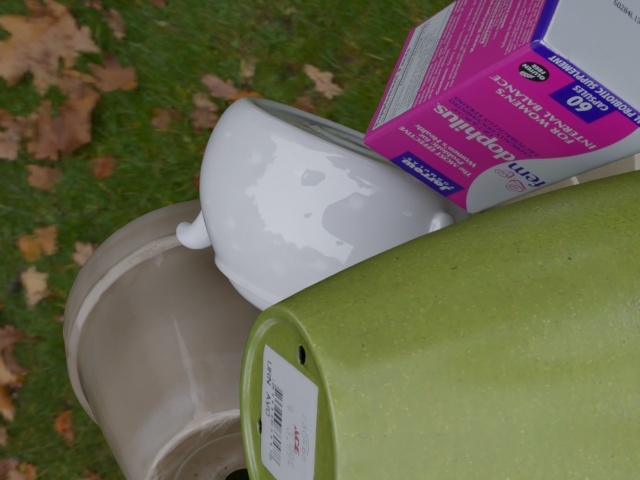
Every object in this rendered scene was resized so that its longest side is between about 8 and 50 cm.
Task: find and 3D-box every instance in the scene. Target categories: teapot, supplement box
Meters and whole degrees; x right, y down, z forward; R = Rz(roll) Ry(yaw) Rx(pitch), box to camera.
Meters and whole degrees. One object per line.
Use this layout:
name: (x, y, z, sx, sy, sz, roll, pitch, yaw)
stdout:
teapot: (0.000, 0.000, 0.989, 0.252, 0.256, 0.187, 21, 100, -4)
supplement box: (0.140, -0.111, 0.776, 0.111, 0.220, 0.114, 31, 68, -17)

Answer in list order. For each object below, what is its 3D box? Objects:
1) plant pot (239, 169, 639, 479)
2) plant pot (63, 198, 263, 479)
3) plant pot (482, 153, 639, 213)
plant pot: (0.112, 0.095, 0.663, 0.293, 0.274, 0.275, -4, 94, -24)
plant pot: (-0.098, 0.160, 1.179, 0.323, 0.280, 0.323, -7, 122, -11)
plant pot: (0.276, -0.050, 1.026, 0.284, 0.284, 0.191, -21, 86, 19)
